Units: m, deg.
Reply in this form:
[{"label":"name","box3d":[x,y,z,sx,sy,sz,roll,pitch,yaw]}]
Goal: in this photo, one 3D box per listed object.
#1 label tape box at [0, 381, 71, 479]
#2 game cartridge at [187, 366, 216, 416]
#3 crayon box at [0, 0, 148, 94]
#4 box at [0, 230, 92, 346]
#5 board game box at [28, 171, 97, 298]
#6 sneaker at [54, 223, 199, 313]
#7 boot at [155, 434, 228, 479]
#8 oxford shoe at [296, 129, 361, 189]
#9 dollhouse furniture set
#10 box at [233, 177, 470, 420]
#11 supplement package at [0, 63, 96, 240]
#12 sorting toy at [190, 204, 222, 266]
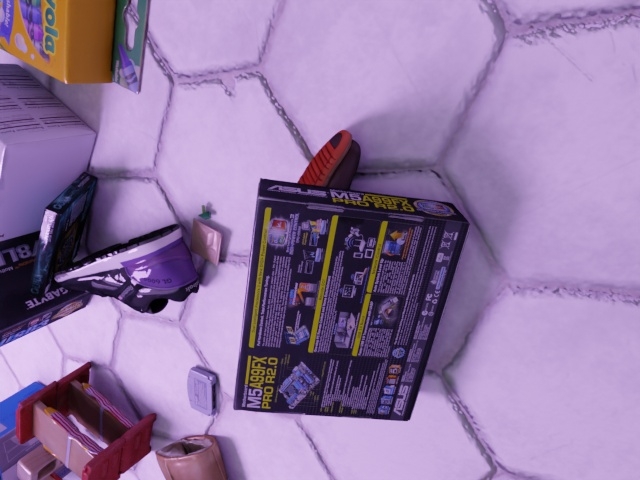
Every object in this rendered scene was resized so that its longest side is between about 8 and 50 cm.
[{"label":"label tape box","box3d":[-0.681,0.521,1.063,0.106,0.241,0.333,16,115,23]},{"label":"game cartridge","box3d":[-0.203,0.257,0.828,0.056,0.017,0.083,14,113,22]},{"label":"crayon box","box3d":[-0.389,-0.356,0.680,0.323,0.083,0.202,28,119,19]},{"label":"box","box3d":[-0.601,0.049,0.816,0.293,0.296,0.073,46,125,9]},{"label":"board game box","box3d":[-0.425,-0.009,0.799,0.026,0.126,0.186,24,121,-12]},{"label":"sneaker","box3d":[-0.314,0.071,0.777,0.284,0.107,0.124,-13,106,33]},{"label":"boot","box3d":[-0.239,0.498,0.896,0.236,0.089,0.269,-17,99,21]},{"label":"oxford shoe","box3d":[0.000,0.000,0.594,0.099,0.096,0.271,18,113,-13]},{"label":"dollhouse furniture set","box3d":[-0.480,0.459,0.977,0.201,0.152,0.373,30,120,18]},{"label":"box","box3d":[0.022,0.077,0.545,0.217,0.060,0.269,6,114,-7]},{"label":"supplement package","box3d":[-0.506,-0.145,0.780,0.203,0.149,0.194,40,122,12]},{"label":"sorting toy","box3d":[-0.165,-0.009,0.714,0.062,0.012,0.083,30,123,24]}]
